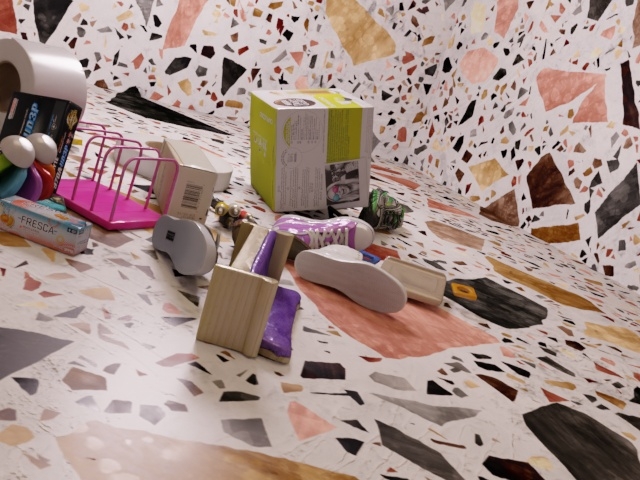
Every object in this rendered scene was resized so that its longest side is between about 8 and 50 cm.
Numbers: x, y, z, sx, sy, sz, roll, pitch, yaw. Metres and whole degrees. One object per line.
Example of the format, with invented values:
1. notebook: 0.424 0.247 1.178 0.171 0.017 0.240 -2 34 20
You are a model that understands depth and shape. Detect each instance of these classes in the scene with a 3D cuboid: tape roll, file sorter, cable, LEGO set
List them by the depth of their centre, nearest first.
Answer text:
1. file sorter: -0.521 -0.167 1.838 0.290 0.182 0.202 26 15 27
2. tape roll: -0.755 -0.392 1.961 0.246 0.246 0.169 26 16 28
3. cable: -0.253 -0.093 2.115 0.139 0.072 0.287 18 13 -24
4. LEGO set: -0.783 -0.326 2.291 0.093 0.087 0.227 8 9 25
5. tape roll: -0.480 -0.260 2.459 0.391 0.072 0.392 17 15 -5

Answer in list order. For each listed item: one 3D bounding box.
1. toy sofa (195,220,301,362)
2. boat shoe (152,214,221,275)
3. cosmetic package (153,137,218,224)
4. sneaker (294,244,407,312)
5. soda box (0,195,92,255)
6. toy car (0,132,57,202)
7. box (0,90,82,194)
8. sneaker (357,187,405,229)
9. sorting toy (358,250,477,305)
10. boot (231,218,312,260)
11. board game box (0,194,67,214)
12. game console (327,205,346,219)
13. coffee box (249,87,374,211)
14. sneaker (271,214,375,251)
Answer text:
1. toy sofa: -0.112 0.088 1.467 0.177 0.150 0.362 17 14 -1
2. boat shoe: -0.271 0.016 1.626 0.104 0.113 0.306 16 -2 -31
3. cosmetic package: -0.376 -0.164 2.056 0.113 0.160 0.309 11 15 -23
4. sneaker: 0.101 0.079 1.845 0.292 0.108 0.169 23 18 22
5. soda box: -0.564 -0.032 1.529 0.183 0.063 0.058 20 15 6
6. toy car: -0.645 -0.140 1.619 0.136 0.159 0.182 57 18 -1
7. box: -0.673 -0.231 1.767 0.175 0.220 0.051 13 -6 21
8. sneaker: 0.224 -0.100 2.607 0.146 0.134 0.343 27 19 8
9. sorting toy: 0.242 0.117 2.001 0.347 0.047 0.196 18 21 8
10. boot: -0.122 0.030 1.873 0.219 0.082 0.106 19 36 -13
11. board game box: -0.667 -0.086 1.677 0.186 0.026 0.126 11 17 -27
12. game console: 0.083 -0.055 2.398 0.071 0.107 0.122 -20 30 -21
13. coffee box: -0.042 -0.311 2.508 0.334 0.339 0.337 -4 21 -18
14. sneaker: 0.000 0.001 2.007 0.281 0.102 0.161 2 16 9
